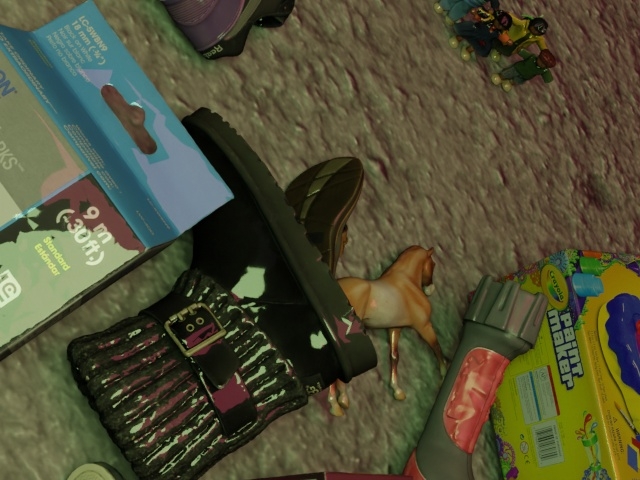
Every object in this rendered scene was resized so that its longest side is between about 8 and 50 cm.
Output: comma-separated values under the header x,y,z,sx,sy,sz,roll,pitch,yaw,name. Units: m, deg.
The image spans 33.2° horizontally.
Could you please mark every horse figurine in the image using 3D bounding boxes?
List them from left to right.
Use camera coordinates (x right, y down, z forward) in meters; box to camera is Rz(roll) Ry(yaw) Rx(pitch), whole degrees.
x,y,z,sx,sy,sz,roll,pitch,yaw,name
0.054,0.097,1.198,0.263,0.066,0.175,-5,87,-38,horse figurine

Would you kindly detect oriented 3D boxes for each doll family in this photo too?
x,y,z,sx,sy,sz,roll,pitch,yaw,name
0.235,-0.278,1.397,0.193,0.111,0.076,30,62,-24,doll family

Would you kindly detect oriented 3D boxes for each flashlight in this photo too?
x,y,z,sx,sy,sz,roll,pitch,yaw,name
0.167,0.192,1.180,0.103,0.103,0.304,24,81,7,flashlight

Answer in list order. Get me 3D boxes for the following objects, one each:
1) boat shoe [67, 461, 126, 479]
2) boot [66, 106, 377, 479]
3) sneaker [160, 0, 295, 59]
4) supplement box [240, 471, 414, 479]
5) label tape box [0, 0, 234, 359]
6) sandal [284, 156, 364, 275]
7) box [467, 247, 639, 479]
x,y,z,sx,sy,sz,roll,pitch,yaw,name
-0.163,0.309,0.997,0.233,0.084,0.079,59,16,2,boat shoe
-0.134,0.049,1.045,0.260,0.131,0.348,-28,64,-9,boot
-0.069,-0.311,1.222,0.283,0.107,0.124,-49,120,-30,sneaker
-0.005,0.269,1.032,0.104,0.188,0.081,11,71,-32,supplement box
-0.266,-0.050,0.916,0.333,0.106,0.241,-36,90,-17,label tape box
0.000,0.000,1.178,0.060,0.090,0.219,64,29,-50,sandal
0.361,0.179,1.302,0.279,0.177,0.290,4,68,-34,box
